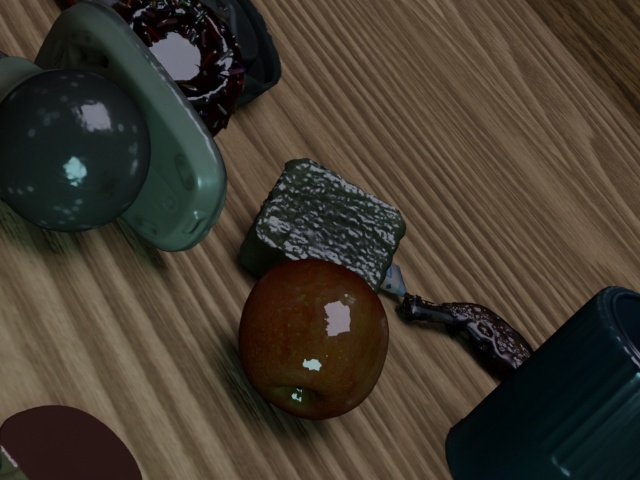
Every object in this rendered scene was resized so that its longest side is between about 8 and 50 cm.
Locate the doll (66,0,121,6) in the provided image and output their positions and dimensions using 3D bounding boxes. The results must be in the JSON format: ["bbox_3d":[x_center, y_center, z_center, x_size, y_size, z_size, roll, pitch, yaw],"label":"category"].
[{"bbox_3d":[-0.327,-0.350,2.063,0.227,0.075,0.102,56,11,7],"label":"doll"}]

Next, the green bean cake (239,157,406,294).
[{"bbox_3d":[0.000,0.000,1.877,0.185,0.094,0.183,33,46,-7],"label":"green bean cake"}]

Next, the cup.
[{"bbox_3d":[0.355,0.251,1.774,0.242,0.292,0.308,10,38,-47],"label":"cup"}]

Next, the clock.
[{"bbox_3d":[-0.187,-0.349,2.174,0.325,0.067,0.325,44,22,-24],"label":"clock"}]

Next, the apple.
[{"bbox_3d":[-0.009,0.115,1.645,0.181,0.181,0.168,29,52,-23],"label":"apple"}]

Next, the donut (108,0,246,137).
[{"bbox_3d":[-0.203,-0.236,1.934,0.235,0.089,0.235,13,63,-27],"label":"donut"}]

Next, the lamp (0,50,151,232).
[{"bbox_3d":[-0.322,-0.114,1.647,0.182,0.182,0.314,15,3,-41],"label":"lamp"}]

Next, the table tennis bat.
[{"bbox_3d":[-0.257,0.217,1.320,0.138,0.022,0.246,48,25,17],"label":"table tennis bat"}]

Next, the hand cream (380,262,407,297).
[{"bbox_3d":[0.055,0.032,2.005,0.170,0.043,0.065,26,36,-35],"label":"hand cream"}]

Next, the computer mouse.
[{"bbox_3d":[-0.226,-0.139,1.719,0.095,0.197,0.331,-24,70,-46],"label":"computer mouse"}]

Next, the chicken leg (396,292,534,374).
[{"bbox_3d":[0.218,0.134,2.057,0.253,0.051,0.106,29,33,-16],"label":"chicken leg"}]
